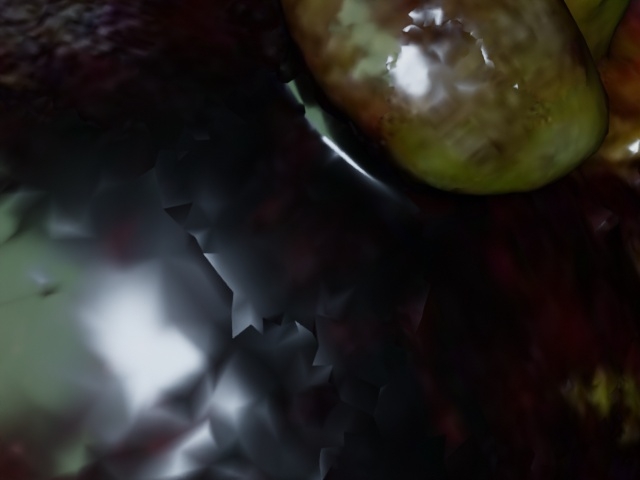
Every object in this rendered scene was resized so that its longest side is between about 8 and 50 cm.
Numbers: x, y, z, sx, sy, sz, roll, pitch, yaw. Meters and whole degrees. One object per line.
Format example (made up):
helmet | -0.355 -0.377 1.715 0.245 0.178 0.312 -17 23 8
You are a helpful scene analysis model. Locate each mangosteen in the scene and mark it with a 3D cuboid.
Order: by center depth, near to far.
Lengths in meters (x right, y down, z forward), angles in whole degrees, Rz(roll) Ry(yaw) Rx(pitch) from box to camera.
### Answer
mangosteen | -0.010 0.011 0.518 0.293 0.297 0.297 -25 63 1
